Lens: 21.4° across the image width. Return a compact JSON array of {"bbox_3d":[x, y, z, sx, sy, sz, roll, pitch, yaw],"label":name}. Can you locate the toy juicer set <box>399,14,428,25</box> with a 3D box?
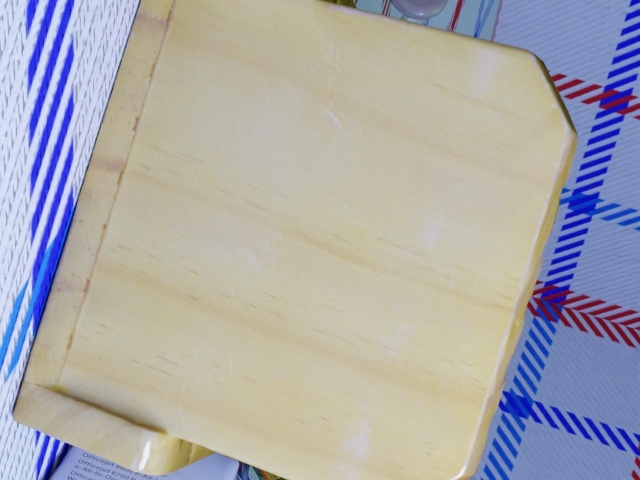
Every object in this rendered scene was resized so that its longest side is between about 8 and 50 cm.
[{"bbox_3d":[0.025,-0.132,1.876,0.209,0.089,0.329,-40,155,-41],"label":"toy juicer set"}]

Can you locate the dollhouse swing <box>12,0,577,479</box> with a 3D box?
[{"bbox_3d":[0.000,0.000,1.169,0.315,0.305,0.347,20,87,-82],"label":"dollhouse swing"}]

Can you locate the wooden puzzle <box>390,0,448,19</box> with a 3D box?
[{"bbox_3d":[0.032,-0.296,1.211,0.239,0.044,0.221,53,36,-21],"label":"wooden puzzle"}]

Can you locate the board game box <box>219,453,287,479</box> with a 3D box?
[{"bbox_3d":[-0.088,0.189,1.397,0.260,0.030,0.136,-132,-137,-57],"label":"board game box"}]

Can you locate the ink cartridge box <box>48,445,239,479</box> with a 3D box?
[{"bbox_3d":[-0.178,0.308,1.233,0.307,0.129,0.223,-60,166,-57],"label":"ink cartridge box"}]
